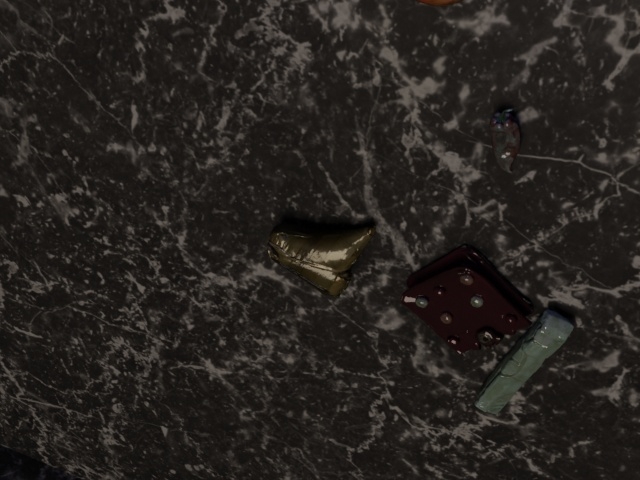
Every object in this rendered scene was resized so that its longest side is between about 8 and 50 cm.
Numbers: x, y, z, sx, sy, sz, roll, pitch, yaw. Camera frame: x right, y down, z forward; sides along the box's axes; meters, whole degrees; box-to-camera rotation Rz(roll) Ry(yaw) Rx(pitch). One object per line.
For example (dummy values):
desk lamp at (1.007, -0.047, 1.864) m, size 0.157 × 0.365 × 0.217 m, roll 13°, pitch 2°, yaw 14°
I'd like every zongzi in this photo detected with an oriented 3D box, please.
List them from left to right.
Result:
zongzi at (0.000, 0.000, 2.025) m, size 0.194 × 0.099 × 0.197 m, roll 30°, pitch 126°, yaw -1°

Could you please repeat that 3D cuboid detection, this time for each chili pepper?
chili pepper at (0.321, -0.177, 1.728) m, size 0.050 × 0.041 × 0.153 m, roll 28°, pitch 158°, yaw 31°

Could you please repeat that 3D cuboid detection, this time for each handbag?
handbag at (0.292, 0.131, 2.004) m, size 0.216 × 0.074 × 0.203 m, roll 44°, pitch 135°, yaw -16°

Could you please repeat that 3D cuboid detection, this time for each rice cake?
rice cake at (0.418, 0.253, 2.061) m, size 0.066 × 0.063 × 0.336 m, roll 22°, pitch 136°, yaw -4°

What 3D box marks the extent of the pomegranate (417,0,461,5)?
pomegranate at (0.180, -0.436, 1.456) m, size 0.191 × 0.191 × 0.191 m, roll 15°, pitch 135°, yaw 15°
